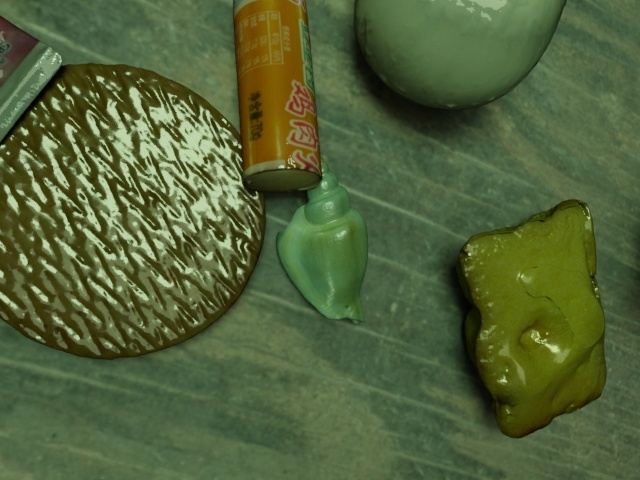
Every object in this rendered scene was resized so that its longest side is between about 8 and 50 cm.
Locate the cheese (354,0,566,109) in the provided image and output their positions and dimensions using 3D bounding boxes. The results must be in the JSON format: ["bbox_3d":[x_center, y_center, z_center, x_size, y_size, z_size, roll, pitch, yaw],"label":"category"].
[{"bbox_3d":[0.121,-0.219,0.374,0.198,0.154,0.189,22,67,-8],"label":"cheese"}]

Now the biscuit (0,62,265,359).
[{"bbox_3d":[-0.179,-0.026,0.365,0.262,0.037,0.262,0,90,-13],"label":"biscuit"}]

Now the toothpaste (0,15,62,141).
[{"bbox_3d":[-0.330,-0.184,0.271,0.266,0.061,0.096,38,87,-24],"label":"toothpaste"}]

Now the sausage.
[{"bbox_3d":[-0.042,-0.163,0.368,0.071,0.071,0.234,-3,81,-13],"label":"sausage"}]

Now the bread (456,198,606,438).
[{"bbox_3d":[0.223,0.084,0.436,0.161,0.088,0.233,-14,96,-8],"label":"bread"}]

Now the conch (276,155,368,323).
[{"bbox_3d":[0.004,0.000,0.393,0.088,0.065,0.180,-12,97,-14],"label":"conch"}]
